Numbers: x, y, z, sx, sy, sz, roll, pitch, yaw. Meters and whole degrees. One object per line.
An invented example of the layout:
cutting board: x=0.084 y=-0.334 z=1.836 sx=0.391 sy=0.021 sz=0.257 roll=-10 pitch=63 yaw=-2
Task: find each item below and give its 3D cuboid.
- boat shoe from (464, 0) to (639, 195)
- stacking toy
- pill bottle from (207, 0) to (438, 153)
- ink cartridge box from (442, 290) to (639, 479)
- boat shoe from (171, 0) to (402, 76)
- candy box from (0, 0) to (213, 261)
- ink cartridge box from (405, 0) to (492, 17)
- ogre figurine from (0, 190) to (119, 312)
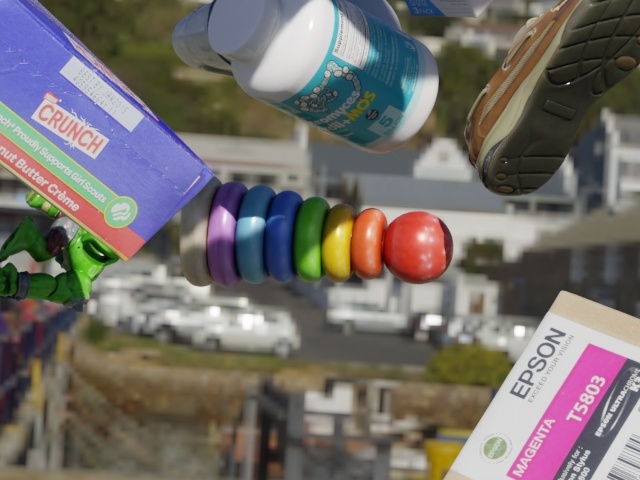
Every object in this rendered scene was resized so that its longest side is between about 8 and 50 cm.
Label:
boat shoe: x=0.262 y=-0.205 z=2.021 sx=0.122 sy=0.324 sz=0.120 roll=21 pitch=23 yaw=-38
stacking toy: x=0.000 y=0.000 z=2.219 sx=0.330 sy=0.141 sz=0.141 roll=5 pitch=-2 yaw=10
pill bottle: x=-0.001 y=-0.206 z=2.045 sx=0.264 sy=0.146 sz=0.146 roll=23 pitch=-14 yaw=-39
ink cartridge box: x=0.242 y=0.183 z=1.578 sx=0.193 sy=0.235 sz=0.088 roll=21 pitch=-21 yaw=35
boat shoe: x=-0.050 y=-0.247 z=2.274 sx=0.156 sy=0.136 sz=0.367 roll=-9 pitch=1 yaw=39
candy box: x=-0.273 y=-0.151 z=1.592 sx=0.268 sy=0.122 sz=0.317 roll=43 pitch=-1 yaw=-38
ink cartridge box: x=0.119 y=-0.339 z=2.008 sx=0.104 sy=0.181 sz=0.061 roll=8 pitch=45 yaw=47
ogre figurine: x=-0.296 y=0.001 z=2.081 sx=0.118 sy=0.197 sz=0.097 roll=35 pitch=-51 yaw=-17
